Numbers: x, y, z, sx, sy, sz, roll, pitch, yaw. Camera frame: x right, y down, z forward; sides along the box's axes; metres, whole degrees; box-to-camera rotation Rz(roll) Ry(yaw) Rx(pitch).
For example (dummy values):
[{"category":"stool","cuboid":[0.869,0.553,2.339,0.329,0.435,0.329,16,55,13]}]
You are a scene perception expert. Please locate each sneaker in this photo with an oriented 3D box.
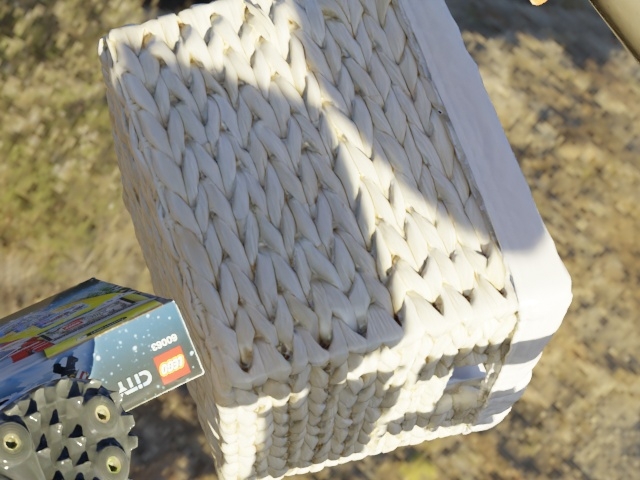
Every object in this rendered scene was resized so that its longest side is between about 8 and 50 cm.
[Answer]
[{"category":"sneaker","cuboid":[-0.164,0.159,0.610,0.085,0.086,0.237,40,66,-22]}]

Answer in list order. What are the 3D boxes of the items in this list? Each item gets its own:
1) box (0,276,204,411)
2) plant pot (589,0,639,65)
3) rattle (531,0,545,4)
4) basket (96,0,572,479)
[{"category":"box","cuboid":[-0.194,0.090,0.740,0.233,0.159,0.044,-25,102,-20]},{"category":"plant pot","cuboid":[0.127,-0.157,0.353,0.274,0.256,0.256,40,30,-1]},{"category":"rattle","cuboid":[0.109,-0.247,0.882,0.143,0.130,0.199,-152,-137,-86]},{"category":"basket","cuboid":[0.000,0.000,1.143,0.267,0.328,0.331,-18,69,-11]}]
